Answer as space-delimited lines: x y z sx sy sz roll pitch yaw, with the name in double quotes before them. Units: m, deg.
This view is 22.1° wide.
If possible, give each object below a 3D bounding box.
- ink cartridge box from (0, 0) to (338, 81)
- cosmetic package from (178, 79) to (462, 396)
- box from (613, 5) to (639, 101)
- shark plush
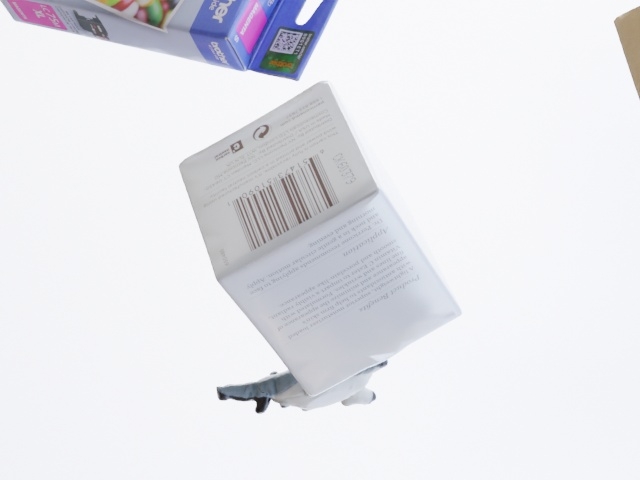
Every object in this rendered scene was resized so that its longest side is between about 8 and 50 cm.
"ink cartridge box" -0.124 -0.258 1.479 0.311 0.185 0.065 16 -22 24
"cosmetic package" 0.000 0.000 1.370 0.183 0.151 0.151 56 8 -45
"box" 0.325 -0.125 1.260 0.164 0.021 0.201 -24 -124 22
"shark plush" -0.013 0.119 1.449 0.073 0.161 0.067 84 -17 -60
